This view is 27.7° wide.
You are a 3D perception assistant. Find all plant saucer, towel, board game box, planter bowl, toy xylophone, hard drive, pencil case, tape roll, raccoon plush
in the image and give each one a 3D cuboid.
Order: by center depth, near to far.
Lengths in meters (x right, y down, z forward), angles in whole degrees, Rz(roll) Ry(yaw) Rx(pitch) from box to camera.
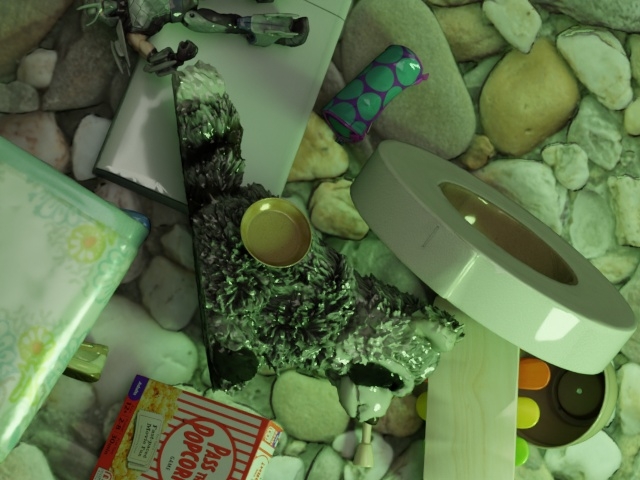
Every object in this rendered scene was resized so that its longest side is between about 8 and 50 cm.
[{"bbox_3d":[-0.051,-0.007,1.451,0.083,0.015,0.083,6,69,-17],"label":"plant saucer"},{"bbox_3d":[-0.432,0.021,1.466,0.374,0.090,0.320,32,82,-1],"label":"towel"},{"bbox_3d":[-0.160,0.256,1.529,0.193,0.045,0.147,14,73,25],"label":"board game box"},{"bbox_3d":[0.000,0.000,1.531,0.299,0.216,0.446,-8,102,-7],"label":"raccoon plush"},{"bbox_3d":[0.212,0.015,1.592,0.392,0.392,0.072,31,107,-13],"label":"tape roll"},{"bbox_3d":[-0.121,-0.203,1.672,0.233,0.047,0.353,23,75,-15],"label":"hard drive"},{"bbox_3d":[0.172,0.207,1.674,0.236,0.081,0.323,10,85,16],"label":"toy xylophone"},{"bbox_3d":[0.327,0.197,1.720,0.109,0.162,0.162,15,74,-51],"label":"planter bowl"},{"bbox_3d":[0.072,-0.195,1.730,0.070,0.064,0.152,41,71,7],"label":"pencil case"}]

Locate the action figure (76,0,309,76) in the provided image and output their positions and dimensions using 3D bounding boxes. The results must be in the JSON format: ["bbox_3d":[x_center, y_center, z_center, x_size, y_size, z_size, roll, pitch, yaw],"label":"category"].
[{"bbox_3d":[-0.158,-0.294,1.600,0.285,0.099,0.185,-5,92,-15],"label":"action figure"}]

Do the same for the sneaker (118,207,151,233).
[{"bbox_3d":[-0.284,-0.012,1.570,0.162,0.073,0.063,-2,82,-19],"label":"sneaker"}]

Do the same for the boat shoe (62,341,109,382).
[{"bbox_3d":[-0.328,0.121,1.547,0.153,0.056,0.048,24,65,-16],"label":"boat shoe"}]
